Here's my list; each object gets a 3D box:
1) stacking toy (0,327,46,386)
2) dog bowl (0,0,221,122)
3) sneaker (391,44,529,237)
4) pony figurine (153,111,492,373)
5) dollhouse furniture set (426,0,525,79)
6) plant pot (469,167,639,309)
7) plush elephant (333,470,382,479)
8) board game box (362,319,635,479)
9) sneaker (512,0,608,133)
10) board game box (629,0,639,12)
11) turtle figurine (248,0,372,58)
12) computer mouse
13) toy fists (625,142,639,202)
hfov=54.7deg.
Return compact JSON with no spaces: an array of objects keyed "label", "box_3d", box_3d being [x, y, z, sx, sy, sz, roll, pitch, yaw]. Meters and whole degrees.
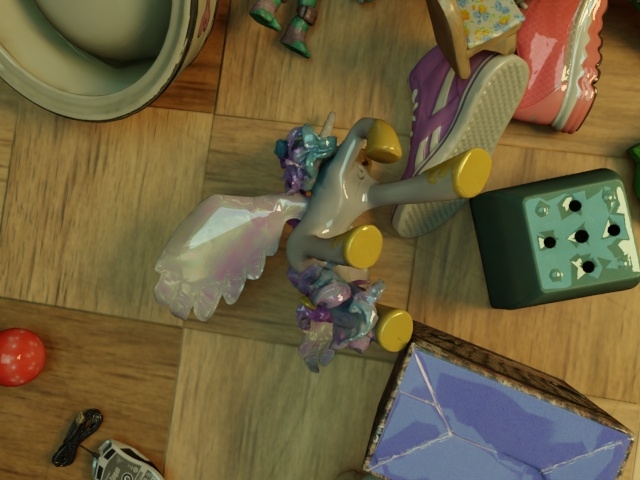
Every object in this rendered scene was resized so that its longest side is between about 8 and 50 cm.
[{"label":"stacking toy","box_3d":[-0.588,0.196,0.952,0.330,0.141,0.141,-5,88,4]},{"label":"dog bowl","box_3d":[-0.312,-0.377,0.835,0.408,0.150,0.408,10,121,18]},{"label":"sneaker","box_3d":[0.161,-0.150,0.869,0.161,0.102,0.282,51,120,43]},{"label":"pony figurine","box_3d":[0.000,0.000,0.770,0.302,0.363,0.351,25,91,-27]},{"label":"dollhouse furniture set","box_3d":[0.218,-0.463,0.669,0.362,0.256,0.394,-28,70,9]},{"label":"plant pot","box_3d":[0.289,-0.001,0.761,0.165,0.234,0.166,-11,86,9]},{"label":"plush elephant","box_3d":[0.114,0.392,0.715,0.255,0.330,0.272,-44,75,25]},{"label":"board game box","box_3d":[0.191,0.213,0.741,0.232,0.291,0.141,21,91,8]},{"label":"sneaker","box_3d":[0.308,-0.306,0.828,0.136,0.116,0.314,8,90,10]},{"label":"board game box","box_3d":[0.485,-0.308,0.784,0.259,0.030,0.136,36,90,-17]},{"label":"turtle figurine","box_3d":[0.000,-0.393,0.883,0.175,0.118,0.234,29,96,-32]},{"label":"computer mouse","box_3d":[-0.311,0.344,0.944,0.193,0.042,0.106,29,88,14]},{"label":"toy fists","box_3d":[0.536,-0.108,0.763,0.279,0.096,0.142,-28,87,29]}]
